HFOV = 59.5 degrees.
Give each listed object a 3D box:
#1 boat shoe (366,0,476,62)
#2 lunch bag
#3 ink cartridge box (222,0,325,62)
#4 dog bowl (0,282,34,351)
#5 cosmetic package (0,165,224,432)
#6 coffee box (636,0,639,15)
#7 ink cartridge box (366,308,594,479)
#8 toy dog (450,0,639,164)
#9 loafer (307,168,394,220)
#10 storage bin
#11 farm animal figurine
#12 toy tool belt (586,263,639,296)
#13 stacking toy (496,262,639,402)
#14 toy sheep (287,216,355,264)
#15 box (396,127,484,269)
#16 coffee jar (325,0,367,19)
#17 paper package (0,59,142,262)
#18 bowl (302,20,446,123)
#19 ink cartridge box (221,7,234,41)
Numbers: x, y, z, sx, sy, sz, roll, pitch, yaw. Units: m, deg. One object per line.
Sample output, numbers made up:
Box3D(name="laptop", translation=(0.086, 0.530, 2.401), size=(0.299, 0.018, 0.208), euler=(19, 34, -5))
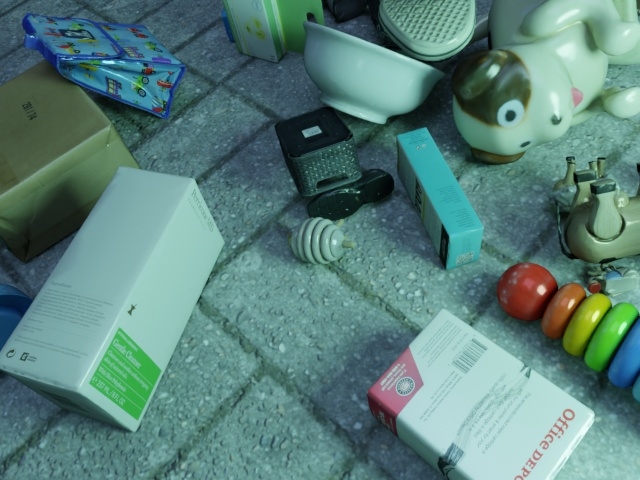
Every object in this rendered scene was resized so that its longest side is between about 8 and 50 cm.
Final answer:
Box3D(name="boat shoe", translation=(0.200, -0.479, 1.178), size=(0.186, 0.156, 0.500), euler=(-18, 40, 3))
Box3D(name="lunch bag", translation=(-0.481, -0.391, 1.200), size=(0.293, 0.138, 0.221), euler=(-2, 39, -46))
Box3D(name="ink cartridge box", translation=(-0.102, -0.488, 1.273), size=(0.235, 0.171, 0.056), euler=(22, 62, 23))
Box3D(name="dog bowl", translation=(-0.587, 0.185, 0.899), size=(0.297, 0.166, 0.074), euler=(-40, 46, -17))
Box3D(name="cosmetic package", translation=(-0.311, 0.084, 0.896), size=(0.155, 0.197, 0.366), euler=(11, 59, 17))
Box3D(name="coffee box", translation=(0.706, -0.631, 1.278), size=(0.141, 0.098, 0.247), euler=(11, 58, 17))
Box3D(name="ink cartridge box", translation=(0.209, 0.235, 0.757), size=(0.237, 0.100, 0.172), euler=(35, 68, 30))
Box3D(name="toy dog", translation=(0.391, -0.335, 1.021), size=(0.395, 0.285, 0.408), euler=(18, 61, 30))
Box3D(name="loafer", translation=(0.051, -0.086, 1.043), size=(0.170, 0.062, 0.061), euler=(-20, 32, -8))
Box3D(name="storage bin", translation=(-0.007, -0.173, 1.057), size=(0.122, 0.084, 0.180), euler=(-19, 34, -4))
Box3D(name="farm animal figurine", translation=(0.510, -0.019, 0.809), size=(0.326, 0.172, 0.330), euler=(-2, 20, 20))
Box3D(name="toy tool belt", translation=(0.449, 0.059, 0.877), size=(0.083, 0.052, 0.051), euler=(-10, 23, -1))
Box3D(name="stacking toy", translation=(0.401, 0.129, 0.785), size=(0.330, 0.141, 0.141), euler=(32, 66, 31))
Box3D(name="toy sheep", translation=(0.000, 0.000, 0.968), size=(0.132, 0.091, 0.091), euler=(0, 53, 32))
Box3D(name="box", translation=(0.201, -0.078, 0.977), size=(0.060, 0.100, 0.244), euler=(-17, 55, -3))
Box3D(name="coffee jar", translation=(0.040, -0.638, 1.410), size=(0.096, 0.079, 0.184), euler=(-23, 55, -7))
Box3D(name="paper package", translation=(-0.574, -0.173, 1.138), size=(0.309, 0.168, 0.325), euler=(-38, 58, -15))
Box3D(name="bowl", translation=(0.086, -0.318, 1.110), size=(0.297, 0.134, 0.298), euler=(17, 18, -6))
Box3D(name="ink cartridge box", translation=(-0.117, -0.575, 1.394), size=(0.231, 0.078, 0.134), euler=(-1, 56, 9))
